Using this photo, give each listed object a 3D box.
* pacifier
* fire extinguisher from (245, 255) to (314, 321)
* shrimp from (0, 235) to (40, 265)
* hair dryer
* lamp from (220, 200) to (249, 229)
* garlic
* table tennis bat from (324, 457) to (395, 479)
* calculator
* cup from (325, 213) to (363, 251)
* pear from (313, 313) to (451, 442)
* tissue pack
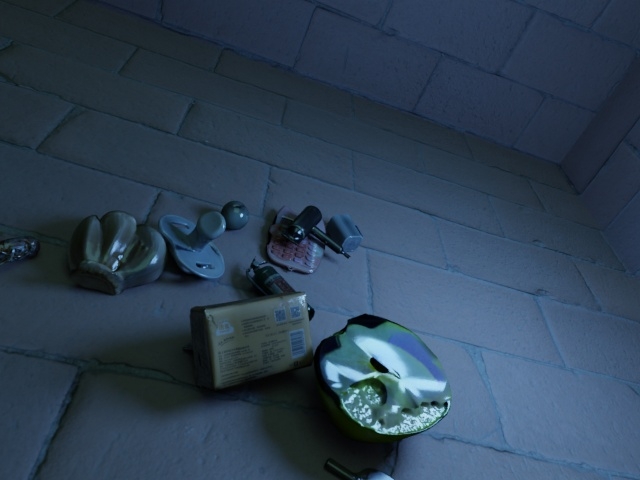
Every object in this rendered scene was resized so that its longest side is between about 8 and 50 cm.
[{"bbox_3d":[-0.373,-0.011,1.704,0.227,0.207,0.279,7,40,-54],"label":"pacifier"},{"bbox_3d":[-0.146,0.154,1.724,0.118,0.093,0.294,-22,56,-43],"label":"fire extinguisher"},{"bbox_3d":[-0.863,0.036,1.475,0.190,0.075,0.073,-26,91,-55],"label":"shrimp"},{"bbox_3d":[0.000,0.000,1.965,0.248,0.078,0.195,36,42,3],"label":"hair dryer"},{"bbox_3d":[-0.306,-0.089,1.932,0.105,0.105,0.105,16,36,-12],"label":"lamp"},{"bbox_3d":[-0.592,0.023,1.604,0.279,0.132,0.325,24,39,-18],"label":"garlic"},{"bbox_3d":[0.115,0.619,1.352,0.234,0.022,0.131,32,37,6],"label":"table tennis bat"},{"bbox_3d":[-0.091,0.005,1.995,0.220,0.048,0.329,21,38,-8],"label":"calculator"},{"bbox_3d":[0.104,-0.030,2.112,0.128,0.095,0.129,-1,46,-35],"label":"cup"},{"bbox_3d":[0.148,0.411,1.508,0.399,0.165,0.398,16,36,-12],"label":"pear"},{"bbox_3d":[-0.205,0.262,1.479,0.306,0.238,0.238,-7,46,-35],"label":"tissue pack"}]
